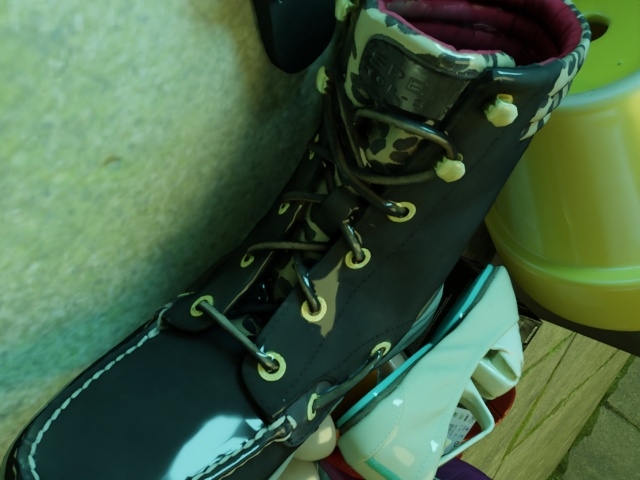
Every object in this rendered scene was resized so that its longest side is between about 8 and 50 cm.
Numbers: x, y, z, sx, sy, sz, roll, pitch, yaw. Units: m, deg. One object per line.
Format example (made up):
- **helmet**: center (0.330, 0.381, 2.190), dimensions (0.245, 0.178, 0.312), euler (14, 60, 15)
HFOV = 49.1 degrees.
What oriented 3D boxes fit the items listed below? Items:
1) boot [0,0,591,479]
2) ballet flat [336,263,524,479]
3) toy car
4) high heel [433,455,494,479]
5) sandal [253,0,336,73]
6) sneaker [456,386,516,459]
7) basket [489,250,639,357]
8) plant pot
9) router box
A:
- **boot**: center (0.000, 0.000, 0.403), dimensions (0.377, 0.138, 0.284), euler (-26, 149, -43)
- **ballet flat**: center (0.101, 0.100, 0.517), dimensions (0.248, 0.086, 0.086), euler (-34, 148, -47)
- **toy car**: center (0.036, 0.202, 0.704), dimensions (0.159, 0.136, 0.182), euler (-25, 141, -38)
- **high heel**: center (0.148, 0.307, 0.793), dimensions (0.127, 0.181, 0.377), euler (-62, -175, -5)
- **sandal**: center (-0.013, -0.152, 0.347), dimensions (0.067, 0.040, 0.179), euler (-43, 149, -14)
- **sneaker**: center (0.232, 0.302, 1.160), dimensions (0.221, 0.087, 0.128), euler (-41, 159, 6)
- **basket**: center (0.323, 0.034, 0.793), dimensions (0.154, 0.226, 0.204), euler (-41, 152, -47)
- **plant pot**: center (0.242, -0.091, 0.584), dimensions (0.254, 0.254, 0.239), euler (-46, 134, -9)
- **router box**: center (0.142, 0.119, 0.761), dimensions (0.046, 0.133, 0.179), euler (20, 109, -29)
